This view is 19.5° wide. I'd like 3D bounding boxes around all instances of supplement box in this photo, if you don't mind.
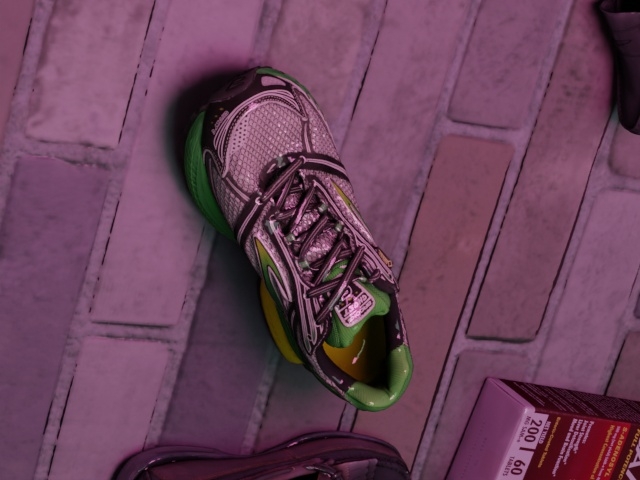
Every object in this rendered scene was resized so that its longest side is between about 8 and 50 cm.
[{"bbox_3d":[0.252,0.222,1.879,0.239,0.073,0.130,11,106,-35],"label":"supplement box"}]

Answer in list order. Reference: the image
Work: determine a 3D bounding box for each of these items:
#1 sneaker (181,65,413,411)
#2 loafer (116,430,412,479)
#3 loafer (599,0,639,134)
[{"bbox_3d":[0.000,0.000,1.573,0.134,0.146,0.343,-36,125,-12],"label":"sneaker"},{"bbox_3d":[-0.037,0.241,1.698,0.302,0.095,0.109,1,112,-32],"label":"loafer"},{"bbox_3d":[0.288,-0.204,1.697,0.078,0.076,0.223,-6,111,-23],"label":"loafer"}]
